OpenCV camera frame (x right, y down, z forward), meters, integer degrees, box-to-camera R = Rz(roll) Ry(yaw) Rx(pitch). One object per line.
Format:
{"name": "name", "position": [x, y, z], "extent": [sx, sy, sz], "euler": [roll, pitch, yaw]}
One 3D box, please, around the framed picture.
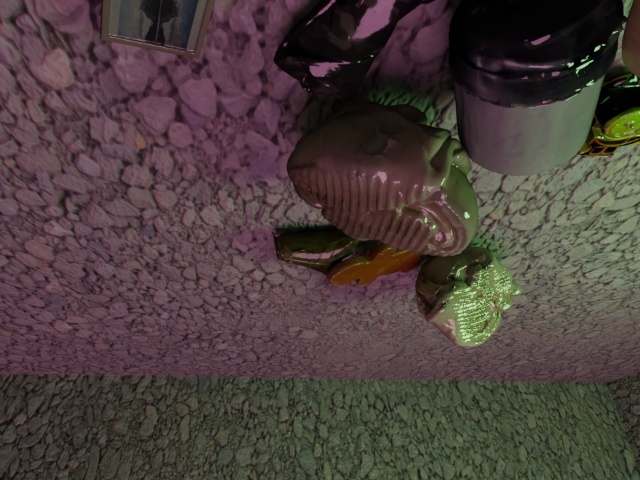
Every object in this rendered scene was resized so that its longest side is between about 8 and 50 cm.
{"name": "framed picture", "position": [-0.223, -0.350, 0.655], "extent": [0.150, 0.015, 0.203], "euler": [2, 151, -28]}

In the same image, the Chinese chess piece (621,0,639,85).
{"name": "Chinese chess piece", "position": [0.497, -0.324, 0.581], "extent": [0.273, 0.102, 0.273], "euler": [-29, 140, -28]}

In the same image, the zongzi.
{"name": "zongzi", "position": [-0.002, -0.002, 1.209], "extent": [0.204, 0.094, 0.204], "euler": [18, 139, -32]}

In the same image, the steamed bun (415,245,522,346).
{"name": "steamed bun", "position": [0.409, 0.150, 1.384], "extent": [0.268, 0.207, 0.280], "euler": [-48, 118, -1]}

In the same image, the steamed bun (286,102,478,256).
{"name": "steamed bun", "position": [0.125, -0.131, 0.853], "extent": [0.324, 0.220, 0.310], "euler": [7, 156, 37]}

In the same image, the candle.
{"name": "candle", "position": [0.318, -0.234, 0.725], "extent": [0.221, 0.221, 0.342], "euler": [-12, 148, 14]}

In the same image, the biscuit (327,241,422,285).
{"name": "biscuit", "position": [0.162, 0.056, 1.295], "extent": [0.323, 0.049, 0.205], "euler": [-16, 153, -22]}

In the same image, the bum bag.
{"name": "bum bag", "position": [0.072, -0.334, 0.659], "extent": [0.144, 0.095, 0.340], "euler": [24, 134, -27]}

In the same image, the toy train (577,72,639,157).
{"name": "toy train", "position": [0.630, -0.235, 0.875], "extent": [0.296, 0.101, 0.160], "euler": [-3, 156, -2]}
